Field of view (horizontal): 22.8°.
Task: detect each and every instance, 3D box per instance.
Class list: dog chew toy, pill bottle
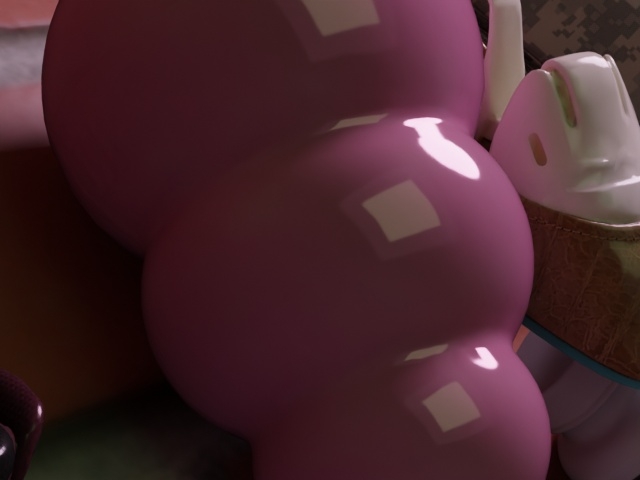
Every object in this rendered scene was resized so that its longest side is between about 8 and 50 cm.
[{"bbox_3d":[0.000,0.000,0.716,0.206,0.206,0.332,-1,64,-45],"label":"dog chew toy"},{"bbox_3d":[0.199,0.110,0.866,0.193,0.108,0.108,36,37,-12],"label":"pill bottle"}]

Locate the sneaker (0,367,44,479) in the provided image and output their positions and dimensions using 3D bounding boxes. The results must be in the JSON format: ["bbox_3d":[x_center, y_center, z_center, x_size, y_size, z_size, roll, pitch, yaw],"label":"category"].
[{"bbox_3d":[-0.129,0.138,0.468,0.106,0.162,0.281,3,53,-43],"label":"sneaker"}]

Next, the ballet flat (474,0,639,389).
[{"bbox_3d":[0.092,-0.066,0.835,0.116,0.124,0.342,-11,42,-32],"label":"ballet flat"}]

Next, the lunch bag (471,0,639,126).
[{"bbox_3d":[0.147,-0.195,1.048,0.305,0.212,0.256,40,52,-5],"label":"lunch bag"}]
